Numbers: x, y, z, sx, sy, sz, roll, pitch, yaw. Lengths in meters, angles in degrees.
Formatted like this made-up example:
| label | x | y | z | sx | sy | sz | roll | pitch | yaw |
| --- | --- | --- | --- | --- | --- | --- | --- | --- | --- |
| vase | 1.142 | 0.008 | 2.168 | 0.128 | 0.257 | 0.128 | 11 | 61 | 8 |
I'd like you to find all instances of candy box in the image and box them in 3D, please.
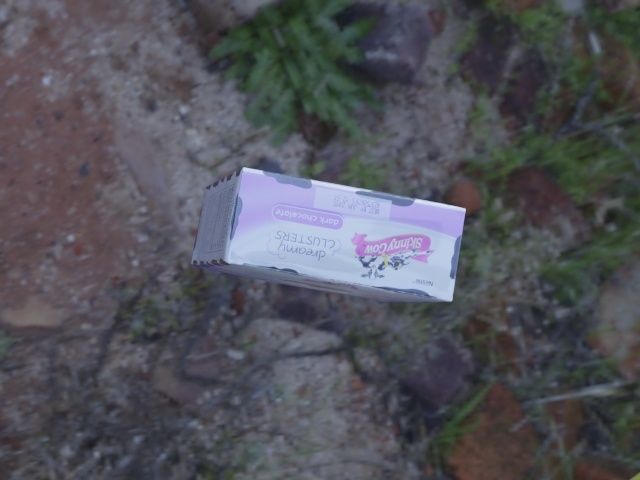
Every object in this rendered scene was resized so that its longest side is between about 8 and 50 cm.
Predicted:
| label | x | y | z | sx | sy | sz | roll | pitch | yaw |
| --- | --- | --- | --- | --- | --- | --- | --- | --- | --- |
| candy box | 0.000 | 0.000 | 1.100 | 0.164 | 0.196 | 0.070 | 11 | 86 | -12 |

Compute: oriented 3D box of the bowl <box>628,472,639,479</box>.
| label | x | y | z | sx | sy | sz | roll | pitch | yaw |
| --- | --- | --- | --- | --- | --- | --- | --- | --- | --- |
| bowl | 0.122 | 0.165 | 0.410 | 0.289 | 0.156 | 0.290 | -5 | 99 | -36 |
